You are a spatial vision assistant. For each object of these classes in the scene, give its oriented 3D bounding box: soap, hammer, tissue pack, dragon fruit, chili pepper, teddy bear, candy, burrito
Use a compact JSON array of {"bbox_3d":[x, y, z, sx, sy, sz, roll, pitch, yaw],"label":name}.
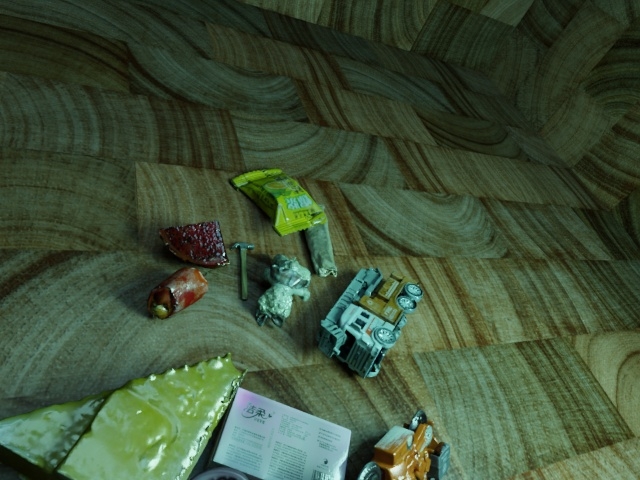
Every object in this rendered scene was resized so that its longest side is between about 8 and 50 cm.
[{"bbox_3d":[-0.329,0.271,0.782,0.304,0.169,0.339,37,41,-7],"label":"soap"},{"bbox_3d":[-0.200,0.075,1.158,0.062,0.017,0.182,10,46,-21],"label":"hammer"},{"bbox_3d":[-0.076,0.400,0.854,0.246,0.093,0.149,24,44,-7],"label":"tissue pack"},{"bbox_3d":[-0.307,0.020,1.106,0.160,0.120,0.127,-5,74,-12],"label":"dragon fruit"},{"bbox_3d":[-0.302,0.103,1.022,0.084,0.086,0.192,60,31,-7],"label":"chili pepper"},{"bbox_3d":[-0.085,0.110,1.119,0.133,0.111,0.213,24,40,-1],"label":"teddy bear"},{"bbox_3d":[-0.125,-0.126,1.334,0.187,0.081,0.297,-21,53,-33],"label":"candy"},{"bbox_3d":[0.000,0.000,1.314,0.082,0.059,0.275,-1,48,-15],"label":"burrito"}]

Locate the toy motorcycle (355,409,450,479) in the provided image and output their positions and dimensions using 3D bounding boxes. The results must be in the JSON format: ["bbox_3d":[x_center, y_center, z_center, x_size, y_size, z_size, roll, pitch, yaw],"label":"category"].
[{"bbox_3d":[0.144,0.471,0.855,0.147,0.222,0.325,6,9,35],"label":"toy motorcycle"}]

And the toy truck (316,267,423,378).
[{"bbox_3d":[0.118,0.197,1.140,0.184,0.133,0.338,30,38,15],"label":"toy truck"}]

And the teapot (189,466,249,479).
[{"bbox_3d":[-0.177,0.452,0.716,0.145,0.148,0.116,19,12,2],"label":"teapot"}]
